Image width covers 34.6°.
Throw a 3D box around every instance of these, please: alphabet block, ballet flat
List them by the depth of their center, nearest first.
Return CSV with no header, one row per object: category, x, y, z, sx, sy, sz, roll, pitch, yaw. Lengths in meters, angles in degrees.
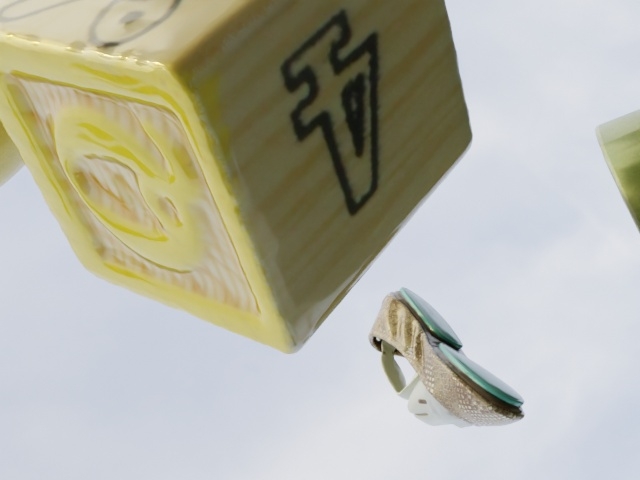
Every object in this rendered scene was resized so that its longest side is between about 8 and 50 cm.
alphabet block,-0.050,-0.086,0.599,0.197,0.192,0.193,-47,-46,-30
ballet flat,0.090,0.105,0.796,0.073,0.067,0.206,32,-172,-22

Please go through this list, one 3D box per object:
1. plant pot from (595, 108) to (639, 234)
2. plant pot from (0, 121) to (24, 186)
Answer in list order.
plant pot,0.374,-0.024,0.656,0.275,0.293,0.275,50,-158,-29
plant pot,-0.270,-0.075,0.734,0.134,0.134,0.095,26,-103,-14
